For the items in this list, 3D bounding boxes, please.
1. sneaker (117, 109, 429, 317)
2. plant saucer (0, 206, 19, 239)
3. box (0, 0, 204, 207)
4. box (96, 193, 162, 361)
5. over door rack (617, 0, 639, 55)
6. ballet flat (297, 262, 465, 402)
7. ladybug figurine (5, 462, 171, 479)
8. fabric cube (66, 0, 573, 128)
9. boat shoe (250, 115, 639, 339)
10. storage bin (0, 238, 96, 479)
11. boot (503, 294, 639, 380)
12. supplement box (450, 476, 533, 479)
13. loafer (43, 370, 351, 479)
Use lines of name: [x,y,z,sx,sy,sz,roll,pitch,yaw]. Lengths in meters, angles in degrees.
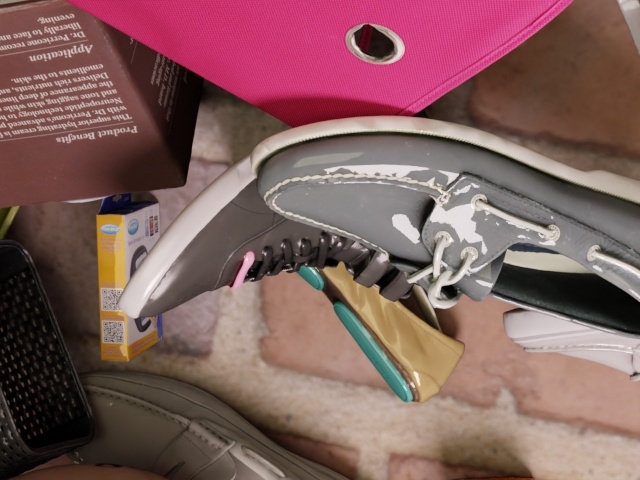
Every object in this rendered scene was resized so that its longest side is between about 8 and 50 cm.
sneaker: [0.000,0.000,0.989,0.296,0.104,0.147,-37,83,-29]
plant saucer: [-0.341,-0.050,1.168,0.188,0.045,0.188,32,105,7]
box: [-0.198,-0.154,1.007,0.169,0.167,0.203,-6,142,14]
box: [-0.156,0.024,1.116,0.028,0.081,0.136,4,100,13]
over door rack: [0.358,-0.090,0.916,0.240,0.108,0.324,-22,72,17]
ballet flat: [0.025,0.026,1.088,0.073,0.080,0.232,-41,90,-12]
ladybug figurine: [-0.164,0.335,1.070,0.305,0.162,0.449,35,136,20]
fabric cube: [0.002,-0.253,0.855,0.258,0.259,0.254,28,146,-24]
boat shoe: [0.107,-0.003,0.912,0.320,0.116,0.099,11,65,-16]
storage bin: [-0.265,0.096,1.072,0.084,0.122,0.180,-25,81,16]
boot: [0.270,0.097,1.016,0.258,0.095,0.123,-5,91,13]
supplement box: [0.143,0.314,1.092,0.080,0.078,0.233,-6,97,15]
loafer: [-0.089,0.199,1.111,0.319,0.111,0.112,22,103,9]
